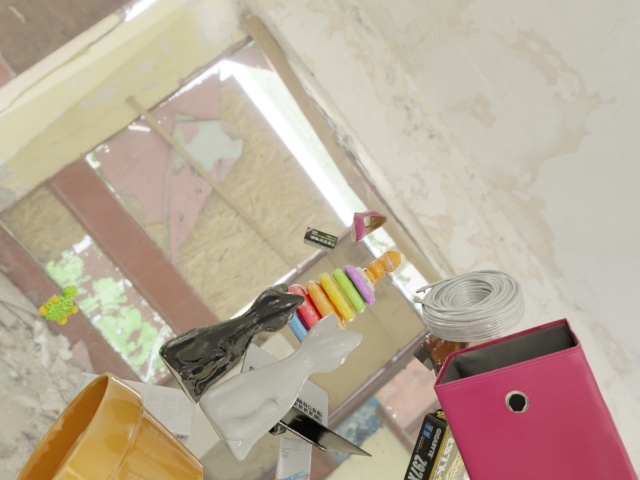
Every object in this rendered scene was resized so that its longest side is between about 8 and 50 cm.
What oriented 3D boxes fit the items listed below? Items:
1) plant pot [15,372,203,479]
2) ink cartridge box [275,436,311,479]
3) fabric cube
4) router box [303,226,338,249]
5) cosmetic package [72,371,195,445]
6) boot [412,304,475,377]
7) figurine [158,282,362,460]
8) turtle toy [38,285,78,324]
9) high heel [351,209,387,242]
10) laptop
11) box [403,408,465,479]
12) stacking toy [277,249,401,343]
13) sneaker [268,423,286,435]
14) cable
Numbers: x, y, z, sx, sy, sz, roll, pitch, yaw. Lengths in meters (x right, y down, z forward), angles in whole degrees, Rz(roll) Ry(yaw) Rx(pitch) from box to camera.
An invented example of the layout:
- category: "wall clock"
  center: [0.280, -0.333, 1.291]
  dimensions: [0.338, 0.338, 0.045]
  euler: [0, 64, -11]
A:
- category: "plant pot"
  center: [-0.272, 0.316, 0.655]
  dimensions: [0.188, 0.205, 0.205]
  euler: [42, -4, -21]
- category: "ink cartridge box"
  center: [-0.102, 0.858, 1.696]
  dimensions: [0.201, 0.117, 0.278]
  euler: [99, -3, -53]
- category: "fabric cube"
  center: [0.386, 0.321, 0.892]
  dimensions: [0.259, 0.254, 0.258]
  euler: [-4, 72, -68]
- category: "router box"
  center: [0.000, 0.000, 1.398]
  dimensions: [0.092, 0.038, 0.122]
  euler: [20, -7, 0]
- category: "cosmetic package"
  center: [-0.382, 0.348, 1.000]
  dimensions: [0.239, 0.060, 0.099]
  euler: [17, 41, -19]
- category: "boot"
  center: [0.447, 0.313, 1.446]
  dimensions: [0.096, 0.280, 0.264]
  euler: [43, 0, -33]
- category: "figurine"
  center: [-0.075, 0.146, 0.639]
  dimensions: [0.215, 0.209, 0.092]
  euler: [24, -39, 50]
- category: "turtle toy"
  center: [-0.829, 0.201, 1.558]
  dimensions: [0.066, 0.130, 0.095]
  euler: [37, -10, 46]
- category: "high heel"
  center: [0.161, -0.045, 1.567]
  dimensions: [0.244, 0.117, 0.082]
  euler: [-64, 158, -76]
- category: "laptop"
  center: [-0.055, 0.503, 1.597]
  dimensions: [0.382, 0.236, 0.408]
  euler: [38, 24, -16]
- category: "box"
  center: [0.330, 0.617, 1.344]
  dimensions: [0.079, 0.322, 0.257]
  euler: [22, 8, 41]
- category: "stacking toy"
  center: [0.059, 0.116, 1.117]
  dimensions: [0.166, 0.301, 0.175]
  euler: [57, -2, -21]
- category: "sneaker"
  center: [-0.144, 0.694, 1.846]
  dimensions: [0.106, 0.234, 0.078]
  euler: [-89, -174, -74]
- category: "cable"
  center: [0.390, 0.166, 1.256]
  dimensions: [0.257, 0.257, 0.089]
  euler: [-116, -175, -72]
